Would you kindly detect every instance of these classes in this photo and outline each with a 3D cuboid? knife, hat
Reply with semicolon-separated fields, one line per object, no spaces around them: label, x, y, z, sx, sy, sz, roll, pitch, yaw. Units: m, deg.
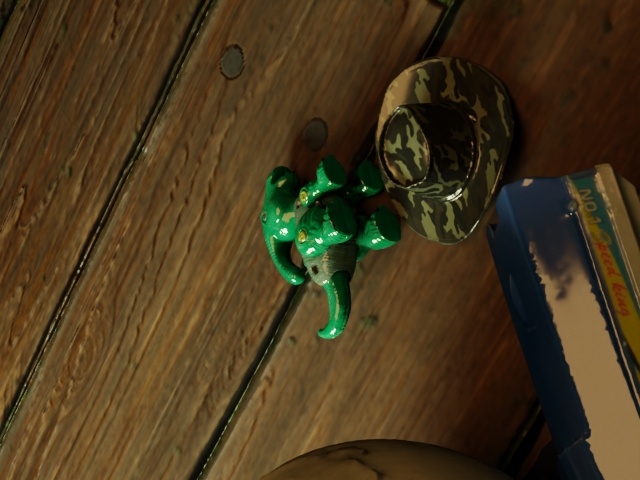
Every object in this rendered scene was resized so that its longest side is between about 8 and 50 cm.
knife;0.119;0.150;0.920;0.121;0.018;0.031;-44;63;32
hat;0.065;-0.058;0.959;0.121;0.050;0.121;-6;82;44

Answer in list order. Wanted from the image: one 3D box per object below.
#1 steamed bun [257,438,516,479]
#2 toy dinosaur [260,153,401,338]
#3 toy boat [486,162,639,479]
steamed bun;0.067;0.236;0.847;0.283;0.177;0.283;33;131;50
toy dinosaur;0.000;0.000;1.018;0.096;0.059;0.132;-37;56;44
toy boat;0.170;0.110;0.815;0.088;0.129;0.295;-15;73;-5
